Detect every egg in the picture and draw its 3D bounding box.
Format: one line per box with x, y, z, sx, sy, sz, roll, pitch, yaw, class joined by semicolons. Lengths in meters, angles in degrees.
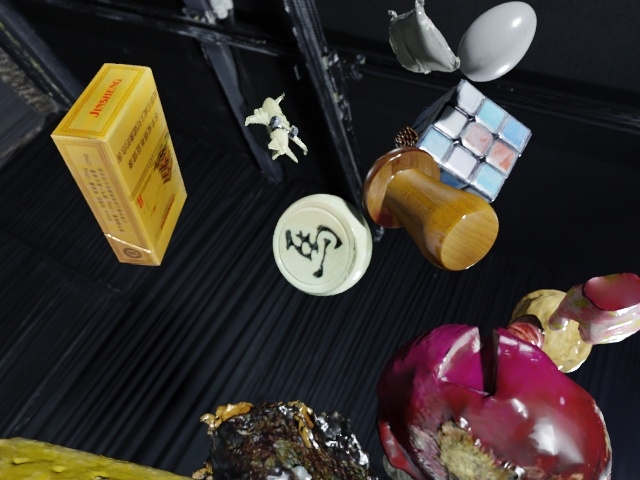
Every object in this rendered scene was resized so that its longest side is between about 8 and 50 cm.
0.508;-0.575;1.283;0.176;0.176;0.232;36;-57;-10;egg

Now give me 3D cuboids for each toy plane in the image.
-0.140;-0.364;1.404;0.242;0.255;0.104;17;-36;-43;toy plane

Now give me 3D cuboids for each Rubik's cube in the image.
0.514;-0.329;1.719;0.363;0.358;0.362;36;-16;-7;Rubik's cube

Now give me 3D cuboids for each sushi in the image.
-0.031;0.401;0.794;0.348;0.234;0.207;40;16;-41;sushi

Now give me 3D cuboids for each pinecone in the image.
0.292;-0.347;1.517;0.077;0.083;0.077;50;-21;27;pinecone

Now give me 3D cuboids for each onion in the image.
0.324;0.300;0.843;0.399;0.420;0.397;16;-55;24;onion

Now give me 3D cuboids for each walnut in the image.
0.707;0.277;1.372;0.225;0.256;0.257;-2;2;-39;walnut

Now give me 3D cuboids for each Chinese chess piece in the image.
0.002;0.011;1.088;0.251;0.250;0.101;21;15;24;Chinese chess piece

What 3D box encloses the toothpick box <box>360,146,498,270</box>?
0.214;-0.072;0.917;0.192;0.192;0.294;52;-1;-41;toothpick box

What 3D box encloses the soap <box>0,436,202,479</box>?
-0.219;0.321;0.389;0.336;0.155;0.293;15;-7;0;soap

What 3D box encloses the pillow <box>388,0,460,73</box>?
0.204;-0.424;0.953;0.169;0.059;0.255;55;7;-19;pillow

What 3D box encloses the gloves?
0.536;0.141;0.850;0.126;0.145;0.241;53;0;40;gloves

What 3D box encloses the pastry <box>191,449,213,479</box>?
-0.192;0.767;1.360;0.293;0.337;0.405;-20;-69;32;pastry

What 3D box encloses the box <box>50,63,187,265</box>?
-0.296;-0.108;0.703;0.076;0.174;0.274;6;-38;2;box

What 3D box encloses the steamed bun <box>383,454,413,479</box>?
0.270;0.508;1.148;0.220;0.324;0.309;5;-31;-15;steamed bun
